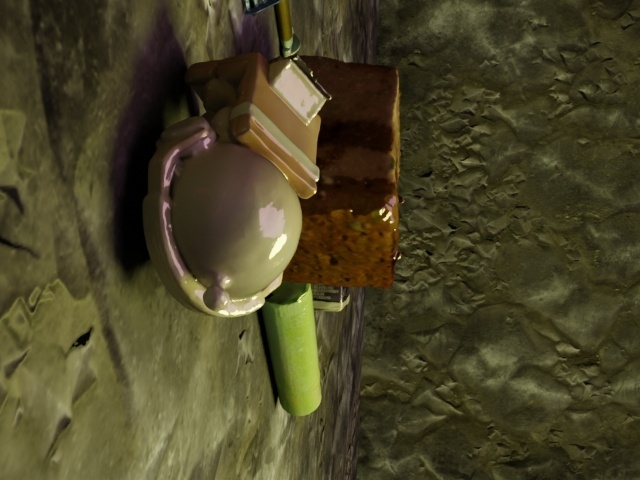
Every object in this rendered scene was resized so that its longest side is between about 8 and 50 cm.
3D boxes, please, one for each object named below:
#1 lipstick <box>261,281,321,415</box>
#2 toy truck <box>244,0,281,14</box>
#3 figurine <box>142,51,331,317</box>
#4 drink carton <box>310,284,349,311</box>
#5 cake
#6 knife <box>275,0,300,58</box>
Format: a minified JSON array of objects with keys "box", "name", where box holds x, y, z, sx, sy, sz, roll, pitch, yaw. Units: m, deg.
[{"box":[-0.041,0.154,1.156,0.304,0.076,0.076,86,10,-47],"name":"lipstick"},{"box":[-0.054,-0.315,0.928,0.136,0.074,0.063,-36,143,-24],"name":"toy truck"},{"box":[-0.078,-0.042,0.646,0.162,0.141,0.236,42,47,-43],"name":"figurine"},{"box":[0.000,-0.001,1.302,0.134,0.102,0.222,-6,100,-81],"name":"drink carton"},{"box":[0.010,-0.106,0.951,0.198,0.196,0.293,77,19,-60],"name":"cake"},{"box":[-0.041,-0.282,1.141,0.343,0.027,0.061,83,8,-53],"name":"knife"}]
